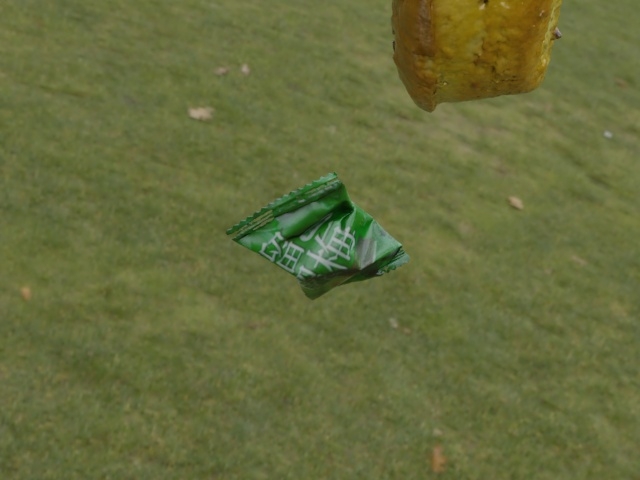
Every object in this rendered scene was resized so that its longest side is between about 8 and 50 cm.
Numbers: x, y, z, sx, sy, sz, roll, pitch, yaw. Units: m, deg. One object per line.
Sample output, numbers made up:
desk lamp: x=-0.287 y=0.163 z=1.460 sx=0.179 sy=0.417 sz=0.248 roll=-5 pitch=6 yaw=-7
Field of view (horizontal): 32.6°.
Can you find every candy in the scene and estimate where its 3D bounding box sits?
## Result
candy: x=-0.003 y=-0.002 z=1.296 sx=0.203 sy=0.141 sz=0.078 roll=44 pitch=9 yaw=-49

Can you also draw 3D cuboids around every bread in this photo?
bread: x=0.185 y=-0.333 z=1.261 sx=0.204 sy=0.358 sz=0.337 roll=0 pitch=58 yaw=9
